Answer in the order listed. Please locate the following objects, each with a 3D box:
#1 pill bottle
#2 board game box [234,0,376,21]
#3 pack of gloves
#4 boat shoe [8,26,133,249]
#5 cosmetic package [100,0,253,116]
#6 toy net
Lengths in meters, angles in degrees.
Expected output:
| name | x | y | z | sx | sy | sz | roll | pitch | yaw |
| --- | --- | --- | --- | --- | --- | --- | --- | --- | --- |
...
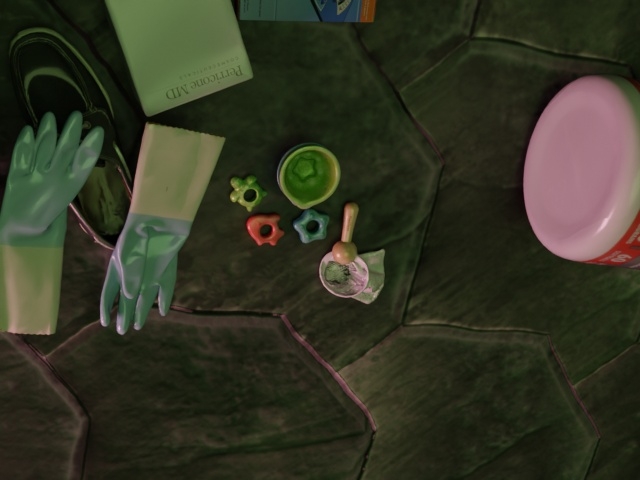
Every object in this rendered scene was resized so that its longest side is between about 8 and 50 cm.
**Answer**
| name | x | y | z | sx | sy | sz | roll | pitch | yaw |
| --- | --- | --- | --- | --- | --- | --- | --- | --- | --- |
| pill bottle | 0.439 | -0.061 | 1.160 | 0.363 | 0.210 | 0.210 | 7 | 109 | -21 |
| board game box | -0.004 | -0.347 | 0.957 | 0.145 | 0.027 | 0.281 | -1 | 123 | -12 |
| pack of gloves | -0.218 | -0.017 | 0.970 | 0.195 | 0.046 | 0.232 | 6 | 114 | -33 |
| boat shoe | -0.236 | -0.097 | 0.988 | 0.084 | 0.079 | 0.233 | -22 | 115 | -8 |
| cosmetic package | -0.155 | -0.248 | 0.951 | 0.117 | 0.085 | 0.231 | -22 | 115 | -9 |
| toy net | 0.000 | 0.000 | 1.126 | 0.122 | 0.045 | 0.232 | -35 | 118 | -3 |
